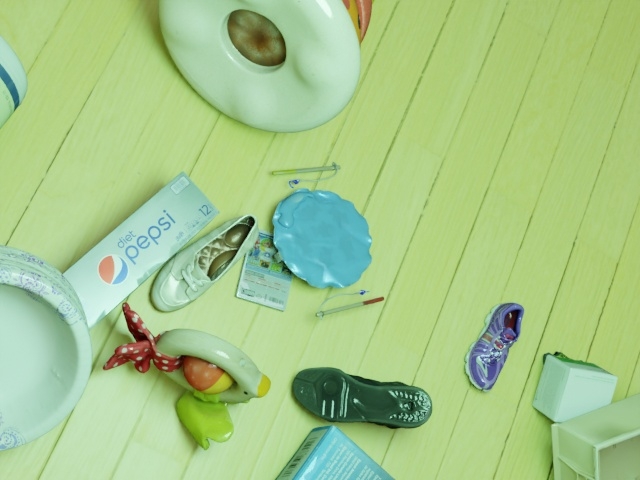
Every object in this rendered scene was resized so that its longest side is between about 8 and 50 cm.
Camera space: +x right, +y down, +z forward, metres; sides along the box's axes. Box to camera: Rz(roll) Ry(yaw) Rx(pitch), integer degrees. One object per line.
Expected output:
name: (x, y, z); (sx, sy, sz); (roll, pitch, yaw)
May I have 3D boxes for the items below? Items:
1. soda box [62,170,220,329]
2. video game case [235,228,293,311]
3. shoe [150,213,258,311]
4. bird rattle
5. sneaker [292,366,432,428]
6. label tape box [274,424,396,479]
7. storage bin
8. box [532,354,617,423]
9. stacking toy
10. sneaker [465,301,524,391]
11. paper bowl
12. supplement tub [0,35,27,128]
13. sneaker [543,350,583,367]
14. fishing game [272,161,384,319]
soda box: (-0.293, 0.022, 1.762); (0.091, 0.098, 0.286); (49, 65, -5)
video game case: (-0.086, 0.047, 1.889); (0.087, 0.011, 0.122); (18, 71, -17)
shoe: (-0.182, 0.030, 1.824); (0.219, 0.058, 0.076); (-42, 93, -21)
bird rattle: (-0.185, 0.179, 1.710); (0.253, 0.207, 0.143); (51, 47, -24)
sneaker: (0.070, 0.261, 1.869); (0.227, 0.130, 0.087); (7, 78, 8)
label tape box: (0.056, 0.488, 1.786); (0.333, 0.106, 0.241); (43, 65, -8)
storage bin: (0.537, 0.404, 1.951); (0.262, 0.123, 0.260); (-16, 109, -25)
box: (0.441, 0.263, 1.994); (0.101, 0.087, 0.102); (12, 98, -19)
stacking toy: (-0.017, -0.441, 1.917); (0.350, 0.350, 0.480); (40, 49, -9)
sneaker: (0.304, 0.178, 1.984); (0.068, 0.071, 0.170); (28, 69, -14)
paper bowl: (-0.466, 0.140, 1.597); (0.284, 0.148, 0.284); (-7, 113, -16)
supplement tub: (-0.593, -0.167, 1.610); (0.235, 0.235, 0.325); (36, 66, -11)
sneaker: (0.434, 0.214, 2.050); (0.083, 0.031, 0.035); (1, 73, -24)
fishing game: (0.000, 0.000, 1.916); (0.189, 0.041, 0.264); (-13, 75, -32)
